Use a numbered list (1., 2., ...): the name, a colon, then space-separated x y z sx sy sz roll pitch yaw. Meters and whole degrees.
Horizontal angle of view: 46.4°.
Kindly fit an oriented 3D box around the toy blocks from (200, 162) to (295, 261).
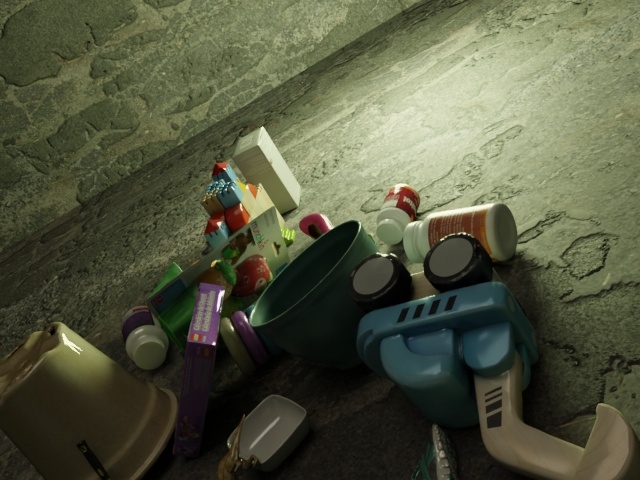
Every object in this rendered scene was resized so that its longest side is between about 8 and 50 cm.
1. toy blocks: -0.218 -0.059 2.028 0.191 0.260 0.381 -23 28 18

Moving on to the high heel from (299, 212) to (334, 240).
1. high heel: 0.000 0.000 1.911 0.244 0.082 0.117 16 54 46

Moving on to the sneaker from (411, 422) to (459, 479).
1. sneaker: 0.169 0.351 1.143 0.076 0.065 0.166 -28 25 17

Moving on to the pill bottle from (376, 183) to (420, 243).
1. pill bottle: 0.185 -0.062 1.799 0.086 0.086 0.152 -14 33 32

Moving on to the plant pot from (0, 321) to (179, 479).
1. plant pot: -0.524 0.351 1.565 0.334 0.305 0.333 -32 24 16

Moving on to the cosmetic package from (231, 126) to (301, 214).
1. cosmetic package: -0.158 -0.200 2.235 0.107 0.238 0.127 -26 30 19

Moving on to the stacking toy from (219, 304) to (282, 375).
1. stacking toy: -0.055 0.160 1.649 0.330 0.141 0.141 -29 26 -8

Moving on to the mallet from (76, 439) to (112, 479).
1. mallet: -0.414 0.471 1.433 0.062 0.189 0.039 -43 1 -9

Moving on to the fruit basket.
1. fruit basket: -0.211 0.114 1.733 0.353 0.327 0.165 -33 62 -14

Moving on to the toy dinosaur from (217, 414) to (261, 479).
1. toy dinosaur: -0.153 0.397 1.318 0.093 0.053 0.183 -10 64 50

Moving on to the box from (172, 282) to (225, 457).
1. box: -0.246 0.261 1.513 0.057 0.293 0.201 9 29 -7

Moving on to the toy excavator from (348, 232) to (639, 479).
1. toy excavator: 0.254 0.217 1.169 0.433 0.222 0.445 -17 44 27

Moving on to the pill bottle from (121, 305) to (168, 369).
1. pill bottle: -0.448 0.252 1.914 0.108 0.108 0.193 -35 26 -6

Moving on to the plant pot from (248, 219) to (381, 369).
1. plant pot: 0.030 0.129 1.476 0.293 0.196 0.293 -40 14 12

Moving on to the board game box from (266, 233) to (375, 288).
1. board game box: -0.003 0.063 1.721 0.260 0.030 0.136 -25 -12 -12

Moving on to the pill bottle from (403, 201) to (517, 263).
1. pill bottle: 0.287 -0.007 1.556 0.216 0.121 0.121 -8 35 38

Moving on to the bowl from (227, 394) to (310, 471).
1. bowl: -0.091 0.367 1.399 0.142 0.053 0.142 -44 30 -23
